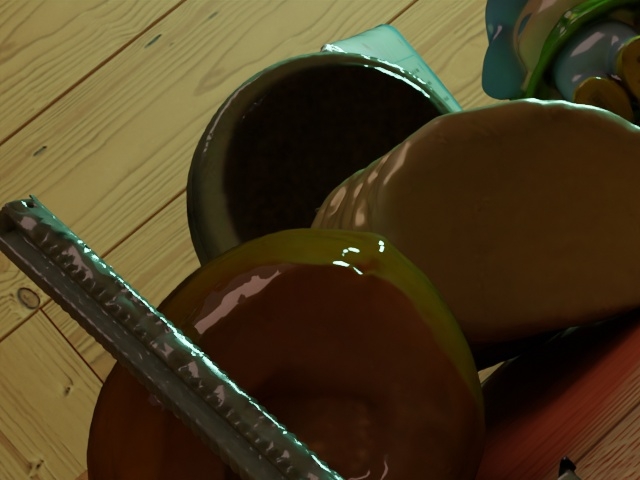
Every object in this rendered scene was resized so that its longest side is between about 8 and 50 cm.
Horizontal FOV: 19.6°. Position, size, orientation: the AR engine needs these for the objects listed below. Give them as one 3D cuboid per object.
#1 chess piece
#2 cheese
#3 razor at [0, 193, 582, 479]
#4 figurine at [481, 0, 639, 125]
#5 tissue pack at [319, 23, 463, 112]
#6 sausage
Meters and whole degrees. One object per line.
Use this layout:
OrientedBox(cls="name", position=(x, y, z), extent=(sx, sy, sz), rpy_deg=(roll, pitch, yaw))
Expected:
OrientedBox(cls="chess piece", position=(0.000, 0.000, 1.304), extent=(0.194, 0.194, 0.299), rpy_deg=(-40, -7, -13))
OrientedBox(cls="cheese", position=(0.063, 0.005, 0.736), extent=(0.123, 0.094, 0.167), rpy_deg=(1, -8, -13))
OrientedBox(cls="razor", position=(-0.023, 0.046, 0.482), extent=(0.084, 0.211, 0.036), rpy_deg=(-41, -42, -15))
OrientedBox(cls="figurine", position=(0.199, -0.142, 1.358), extent=(0.162, 0.143, 0.263), rpy_deg=(-47, 16, 14))
OrientedBox(cls="tissue pack", position=(0.056, -0.077, 1.603), extent=(0.124, 0.201, 0.271), rpy_deg=(-43, -1, 15))
OrientedBox(cls="sausage", position=(-0.028, 0.074, 0.686), extent=(0.354, 0.116, 0.134), rpy_deg=(141, 148, -79))
